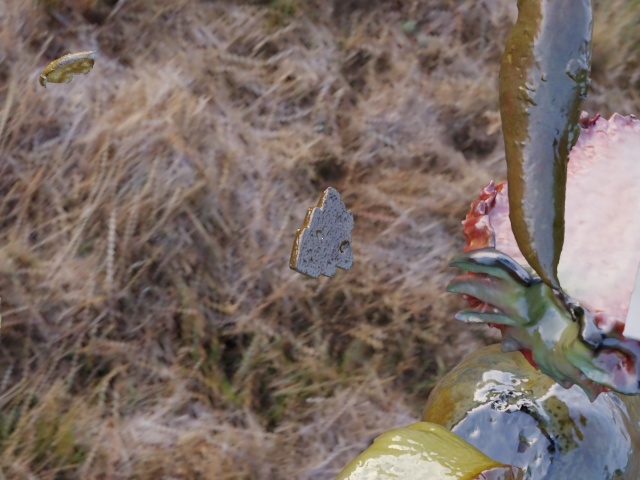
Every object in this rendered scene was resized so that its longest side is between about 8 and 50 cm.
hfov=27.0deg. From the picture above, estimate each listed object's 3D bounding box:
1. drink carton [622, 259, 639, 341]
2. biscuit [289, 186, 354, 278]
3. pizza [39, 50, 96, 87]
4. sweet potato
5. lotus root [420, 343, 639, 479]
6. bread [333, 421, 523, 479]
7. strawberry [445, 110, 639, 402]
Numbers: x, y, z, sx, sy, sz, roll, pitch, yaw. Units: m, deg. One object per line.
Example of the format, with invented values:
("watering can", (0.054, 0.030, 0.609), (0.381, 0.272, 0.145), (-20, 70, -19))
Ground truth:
("drink carton", (0.373, 0.001, 0.972), (0.324, 0.132, 0.194), (8, 94, -45))
("biscuit", (0.000, 0.000, 1.657), (0.130, 0.019, 0.119), (-39, 125, -44))
("pizza", (-0.289, -0.197, 1.522), (0.037, 0.083, 0.016), (38, 36, -50))
("sweet potato", (0.154, -0.100, 0.910), (0.067, 0.067, 0.273), (-2, 95, -34))
("lotus root", (0.225, 0.226, 1.411), (0.346, 0.250, 0.250), (17, 57, -70))
("bread", (0.041, 0.164, 0.702), (0.086, 0.125, 0.156), (34, 65, 29))
("strawberry", (0.252, 0.019, 1.198), (0.233, 0.137, 0.306), (33, 44, 14))
